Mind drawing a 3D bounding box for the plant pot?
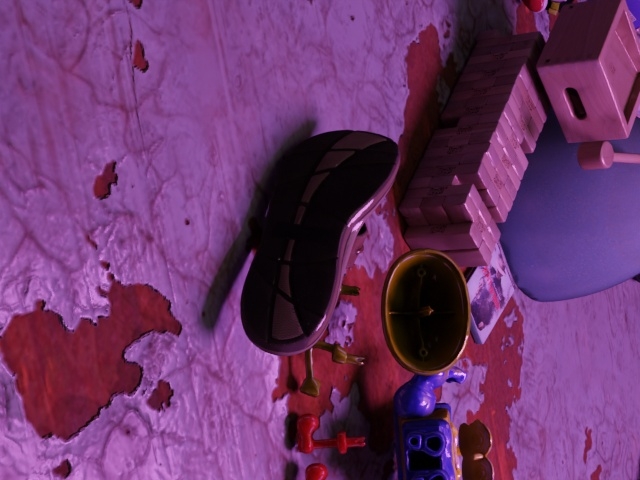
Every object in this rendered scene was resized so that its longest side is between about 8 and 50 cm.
[{"bbox_3d":[0.389,-0.061,1.582,0.290,0.196,0.290,5,84,-54],"label":"plant pot"}]

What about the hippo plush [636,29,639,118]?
[{"bbox_3d":[0.560,-0.237,1.789,0.294,0.237,0.234,55,46,-36],"label":"hippo plush"}]

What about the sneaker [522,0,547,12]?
[{"bbox_3d":[0.269,-0.360,1.565,0.067,0.042,0.118,-36,109,-53],"label":"sneaker"}]

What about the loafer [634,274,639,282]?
[{"bbox_3d":[0.562,-0.035,1.913,0.076,0.078,0.223,29,65,-50],"label":"loafer"}]

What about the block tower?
[{"bbox_3d":[0.200,-0.121,1.414,0.091,0.097,0.335,56,45,-37],"label":"block tower"}]

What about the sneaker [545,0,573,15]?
[{"bbox_3d":[0.359,-0.413,1.687,0.097,0.084,0.234,93,21,-48],"label":"sneaker"}]

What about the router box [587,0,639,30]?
[{"bbox_3d":[0.384,-0.493,1.601,0.335,0.082,0.301,48,49,-13],"label":"router box"}]

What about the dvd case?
[{"bbox_3d":[0.213,0.062,1.486,0.119,0.013,0.087,-51,127,-43],"label":"dvd case"}]

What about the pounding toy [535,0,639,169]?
[{"bbox_3d":[0.335,-0.165,1.443,0.181,0.094,0.206,58,45,-35],"label":"pounding toy"}]

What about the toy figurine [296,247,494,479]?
[{"bbox_3d":[0.082,0.203,1.240,0.217,0.191,0.362,49,35,-80],"label":"toy figurine"}]

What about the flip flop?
[{"bbox_3d":[0.000,0.000,1.136,0.080,0.112,0.277,81,24,-55],"label":"flip flop"}]
